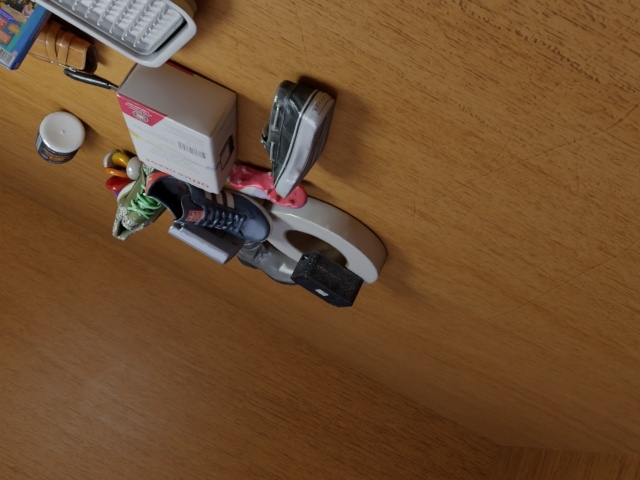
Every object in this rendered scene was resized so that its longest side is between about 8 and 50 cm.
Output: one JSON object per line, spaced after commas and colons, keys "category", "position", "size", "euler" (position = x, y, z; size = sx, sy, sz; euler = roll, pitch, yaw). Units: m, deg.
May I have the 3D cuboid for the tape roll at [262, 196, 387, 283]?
{"category": "tape roll", "position": [0.000, 0.000, 1.707], "size": [0.391, 0.072, 0.392], "euler": [24, 161, 9]}

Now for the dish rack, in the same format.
{"category": "dish rack", "position": [-0.382, -0.443, 1.033], "size": [0.332, 0.073, 0.285], "euler": [29, 162, -28]}

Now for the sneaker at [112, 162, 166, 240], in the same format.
{"category": "sneaker", "position": [-0.497, -0.110, 1.737], "size": [0.158, 0.182, 0.410], "euler": [29, 144, -20]}

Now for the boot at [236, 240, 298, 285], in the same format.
{"category": "boot", "position": [-0.187, 0.027, 1.972], "size": [0.338, 0.118, 0.223], "euler": [12, 151, 28]}

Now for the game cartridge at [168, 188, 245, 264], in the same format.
{"category": "game cartridge", "position": [-0.296, -0.053, 1.699], "size": [0.198, 0.297, 0.062], "euler": [35, 117, -13]}

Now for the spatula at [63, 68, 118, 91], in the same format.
{"category": "spatula", "position": [-0.511, -0.369, 1.500], "size": [0.296, 0.030, 0.084], "euler": [25, 161, 7]}

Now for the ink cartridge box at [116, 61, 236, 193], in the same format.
{"category": "ink cartridge box", "position": [-0.314, -0.255, 1.376], "size": [0.226, 0.131, 0.306], "euler": [25, 162, 0]}

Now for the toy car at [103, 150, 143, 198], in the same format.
{"category": "toy car", "position": [-0.619, -0.195, 1.930], "size": [0.159, 0.136, 0.182], "euler": [16, 158, 29]}

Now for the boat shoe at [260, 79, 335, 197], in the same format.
{"category": "boat shoe", "position": [-0.059, -0.209, 1.220], "size": [0.119, 0.121, 0.335], "euler": [34, 150, 4]}

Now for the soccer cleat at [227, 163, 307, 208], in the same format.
{"category": "soccer cleat", "position": [-0.129, -0.135, 1.539], "size": [0.247, 0.083, 0.095], "euler": [19, 174, 25]}

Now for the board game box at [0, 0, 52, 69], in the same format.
{"category": "board game box", "position": [-0.598, -0.457, 1.133], "size": [0.160, 0.210, 0.047], "euler": [35, -170, -18]}

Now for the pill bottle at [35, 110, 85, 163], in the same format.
{"category": "pill bottle", "position": [-0.833, -0.318, 1.912], "size": [0.130, 0.131, 0.245], "euler": [35, 160, -22]}

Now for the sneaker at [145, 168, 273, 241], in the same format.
{"category": "sneaker", "position": [-0.293, -0.076, 1.554], "size": [0.349, 0.148, 0.131], "euler": [26, 119, -4]}

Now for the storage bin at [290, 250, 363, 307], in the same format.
{"category": "storage bin", "position": [0.018, 0.115, 1.744], "size": [0.180, 0.084, 0.122], "euler": [34, 160, -17]}

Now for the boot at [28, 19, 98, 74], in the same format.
{"category": "boot", "position": [-0.611, -0.444, 1.289], "size": [0.220, 0.109, 0.283], "euler": [24, 171, -5]}
